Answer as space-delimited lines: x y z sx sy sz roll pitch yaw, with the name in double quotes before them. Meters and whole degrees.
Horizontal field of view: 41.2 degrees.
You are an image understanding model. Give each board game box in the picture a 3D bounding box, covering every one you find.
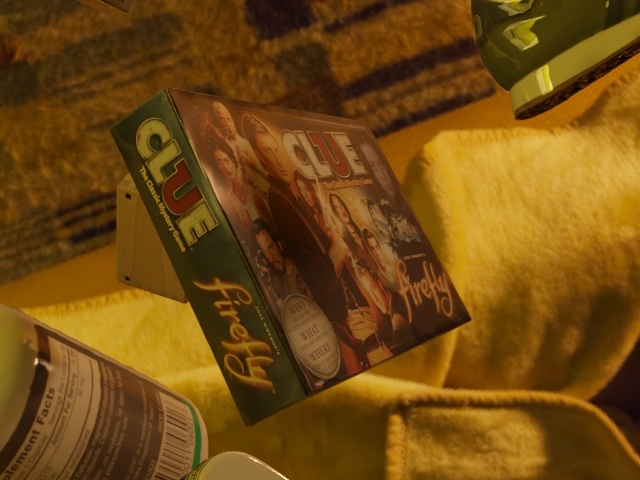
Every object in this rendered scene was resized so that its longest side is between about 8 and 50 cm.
"board game box" 0.000 0.000 0.508 0.042 0.165 0.243 -32 169 25

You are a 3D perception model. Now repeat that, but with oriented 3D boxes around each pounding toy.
"pounding toy" -0.140 -0.029 0.804 0.100 0.141 0.130 18 129 9

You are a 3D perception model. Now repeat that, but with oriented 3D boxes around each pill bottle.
"pill bottle" -0.302 0.187 0.859 0.204 0.204 0.361 -36 133 17

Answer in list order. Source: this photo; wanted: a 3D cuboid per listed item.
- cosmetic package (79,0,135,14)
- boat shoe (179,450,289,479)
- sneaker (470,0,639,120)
"cosmetic package" -0.330 -0.373 1.279 0.060 0.115 0.041 18 94 -42
"boat shoe" -0.013 0.310 0.779 0.301 0.108 0.102 38 137 -12
"sneaker" 0.175 -0.154 0.494 0.192 0.086 0.064 -31 171 2
